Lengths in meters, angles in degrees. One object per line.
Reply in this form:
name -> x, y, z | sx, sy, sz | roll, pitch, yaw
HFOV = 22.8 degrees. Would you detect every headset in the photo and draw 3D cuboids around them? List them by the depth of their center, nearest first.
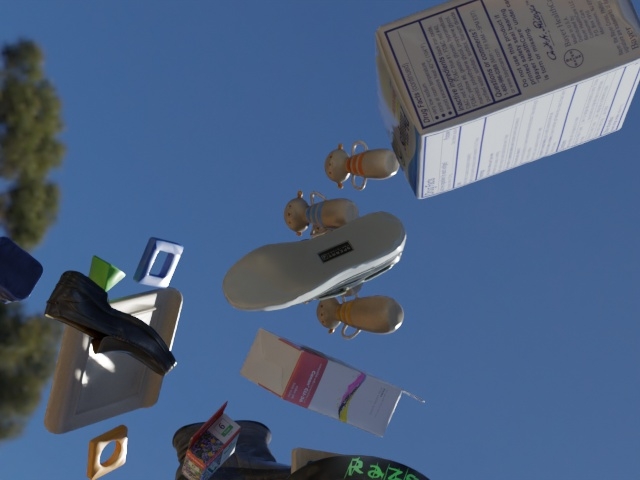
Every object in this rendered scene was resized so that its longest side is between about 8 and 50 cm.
headset -> 0.026, 0.419, 2.139 | 0.185, 0.243, 0.394 | -83, -164, -53

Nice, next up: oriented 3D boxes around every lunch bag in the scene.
lunch bag -> -0.443, 0.044, 2.227 | 0.098, 0.067, 0.065 | 44, -30, -27

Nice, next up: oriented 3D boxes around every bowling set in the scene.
bowling set -> 0.000, 0.000, 2.227 | 0.154, 0.200, 0.287 | 0, -89, 44

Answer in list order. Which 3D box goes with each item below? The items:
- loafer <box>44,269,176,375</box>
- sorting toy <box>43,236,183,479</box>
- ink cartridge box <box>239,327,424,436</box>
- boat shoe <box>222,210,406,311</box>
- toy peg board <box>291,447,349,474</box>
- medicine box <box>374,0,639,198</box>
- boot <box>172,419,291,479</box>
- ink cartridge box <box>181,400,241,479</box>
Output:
loafer -> -0.243, 0.108, 1.824 | 0.170, 0.061, 0.062 | 38, -27, -10
sorting toy -> -0.277, 0.151, 2.067 | 0.047, 0.196, 0.347 | 26, -70, 32
ink cartridge box -> 0.016, 0.179, 1.930 | 0.115, 0.198, 0.067 | 22, -92, 59
boat shoe -> -0.004, 0.038, 1.795 | 0.070, 0.219, 0.077 | 91, -22, -59
toy peg board -> 0.041, 0.400, 2.416 | 0.079, 0.161, 0.161 | -23, -119, 46
medicine box -> 0.224, -0.194, 1.913 | 0.263, 0.289, 0.149 | 80, -10, -74
boot -> -0.091, 0.388, 2.753 | 0.222, 0.338, 0.118 | -93, -168, -66
ink cartridge box -> -0.119, 0.227, 1.759 | 0.029, 0.063, 0.115 | 39, -28, 11
